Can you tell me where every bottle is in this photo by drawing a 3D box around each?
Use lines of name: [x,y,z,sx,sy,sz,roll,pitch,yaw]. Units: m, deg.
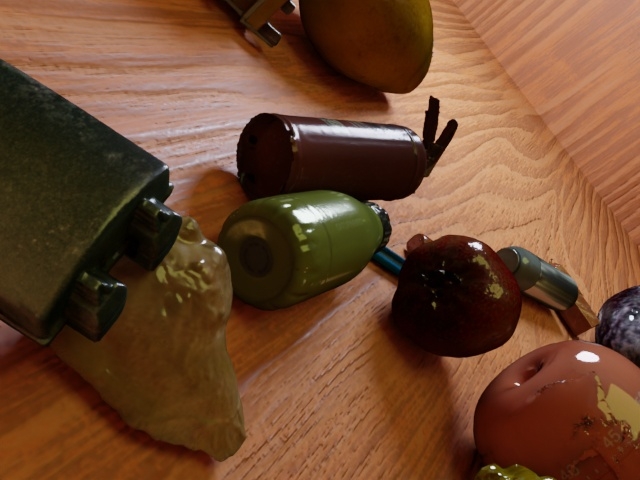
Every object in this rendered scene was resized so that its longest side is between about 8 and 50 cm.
bottle: [0.000,0.000,0.783,0.112,0.112,0.260,58,28,10]
bottle: [0.417,0.082,1.377,0.253,0.079,0.096,25,76,-44]

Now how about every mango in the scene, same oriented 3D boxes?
mango: [0.101,-0.405,1.308,0.378,0.221,0.264,28,42,-61]

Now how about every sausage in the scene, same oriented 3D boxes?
sausage: [0.522,0.117,1.503,0.065,0.065,0.169,-1,57,-57]
sausage: [0.187,0.034,1.109,0.131,0.041,0.039,34,11,-32]

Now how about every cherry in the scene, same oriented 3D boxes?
cherry: [0.707,0.224,1.504,0.255,0.218,0.296,53,38,1]

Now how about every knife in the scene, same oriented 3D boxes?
knife: [0.120,0.043,1.014,0.296,0.026,0.044,33,45,-35]

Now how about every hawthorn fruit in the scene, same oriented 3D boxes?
hawthorn fruit: [0.185,0.080,0.930,0.188,0.169,0.169,32,32,-54]

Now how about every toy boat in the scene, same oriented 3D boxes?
toy boat: [-0.249,-0.062,0.460,0.319,0.092,0.141,33,60,-1]

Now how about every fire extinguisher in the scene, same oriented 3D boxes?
fire extinguisher: [0.059,-0.121,0.911,0.337,0.147,0.106,-6,33,-44]

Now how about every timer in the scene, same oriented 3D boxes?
timer: [0.307,0.238,0.852,0.215,0.229,0.229,46,27,0]

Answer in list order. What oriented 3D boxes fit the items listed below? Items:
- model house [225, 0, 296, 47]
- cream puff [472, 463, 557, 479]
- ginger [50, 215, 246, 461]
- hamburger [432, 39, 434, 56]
model house: [-0.084,-0.460,1.072,0.215,0.224,0.198,37,32,-30]
cream puff: [0.186,0.293,0.736,0.146,0.146,0.116,37,-8,-28]
ginger: [-0.100,0.073,0.551,0.193,0.122,0.115,49,7,-19]
hamburger: [0.211,-0.495,1.710,0.164,0.093,0.189,50,26,-5]
